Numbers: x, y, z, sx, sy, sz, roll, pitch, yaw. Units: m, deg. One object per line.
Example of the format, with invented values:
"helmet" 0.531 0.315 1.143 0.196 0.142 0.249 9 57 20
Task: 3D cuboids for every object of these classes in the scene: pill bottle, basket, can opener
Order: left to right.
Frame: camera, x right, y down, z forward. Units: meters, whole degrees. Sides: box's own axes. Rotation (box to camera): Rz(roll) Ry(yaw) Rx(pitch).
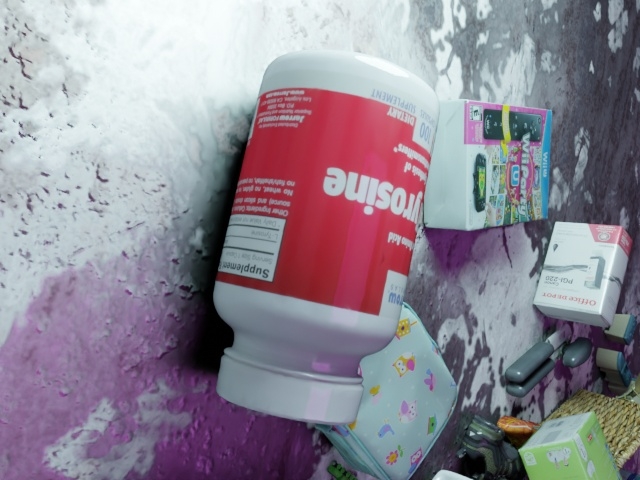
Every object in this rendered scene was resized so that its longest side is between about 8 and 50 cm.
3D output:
"pill bottle" 0.000 0.000 0.744 0.229 0.229 0.407 17 83 -44
"can opener" 0.534 0.276 1.391 0.283 0.095 0.076 -23 109 -41
"basket" 0.690 0.530 1.485 0.299 0.223 0.213 -15 105 -44

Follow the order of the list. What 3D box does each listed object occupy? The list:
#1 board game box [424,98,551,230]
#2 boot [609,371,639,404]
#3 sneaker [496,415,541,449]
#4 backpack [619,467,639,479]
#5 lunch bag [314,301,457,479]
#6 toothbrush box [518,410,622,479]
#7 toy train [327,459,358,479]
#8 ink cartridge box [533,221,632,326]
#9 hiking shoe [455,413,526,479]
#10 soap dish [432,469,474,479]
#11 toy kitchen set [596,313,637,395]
"board game box" 0.320 -0.142 1.137 0.303 0.098 0.224 -8 100 -45
"boot" 0.826 0.438 1.649 0.165 0.077 0.213 -2 116 -5
"sneaker" 0.445 0.432 1.345 0.175 0.064 0.067 27 79 -42
"backpack" 0.788 0.775 1.613 0.290 0.273 0.355 -26 134 -37
"lunch bag" 0.087 0.233 0.938 0.224 0.108 0.279 -48 123 -24
"toothbrush box" 0.546 0.529 1.254 0.206 0.122 0.283 -7 73 -55
"toy train" 0.039 0.380 0.971 0.023 0.017 0.083 -50 127 -17
"ink cartridge box" 0.604 0.075 1.394 0.092 0.159 0.217 32 72 -43
"hiking shoe" 0.345 0.455 1.250 0.114 0.086 0.227 -46 121 -12
"soap dish" 0.238 0.561 1.036 0.291 0.229 0.118 -46 123 -31
"toy kitchen set" 0.899 0.337 1.739 0.207 0.122 0.166 50 61 -36
